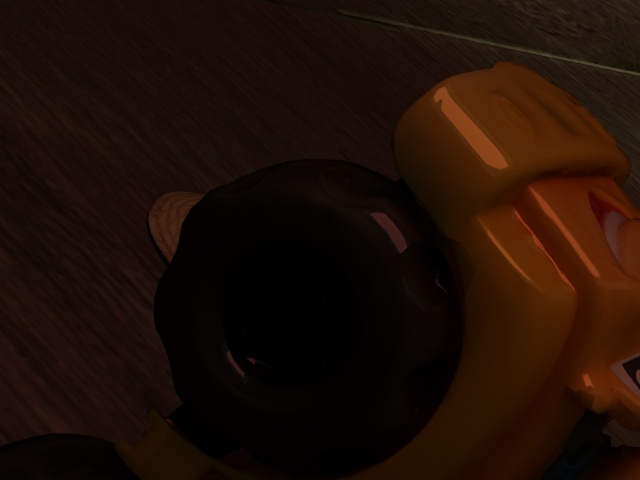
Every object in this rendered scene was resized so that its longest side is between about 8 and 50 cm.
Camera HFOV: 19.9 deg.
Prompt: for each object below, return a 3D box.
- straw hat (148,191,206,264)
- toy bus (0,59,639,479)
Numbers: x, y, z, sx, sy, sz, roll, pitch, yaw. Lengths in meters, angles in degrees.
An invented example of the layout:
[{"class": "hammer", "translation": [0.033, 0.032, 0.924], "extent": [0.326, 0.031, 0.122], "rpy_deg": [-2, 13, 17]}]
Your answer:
[{"class": "straw hat", "translation": [0.000, 0.000, 0.821], "extent": [0.144, 0.061, 0.144], "rpy_deg": [30, 21, -13]}, {"class": "toy bus", "translation": [0.031, 0.097, 0.440], "extent": [0.211, 0.220, 0.149], "rpy_deg": [48, 18, 16]}]
